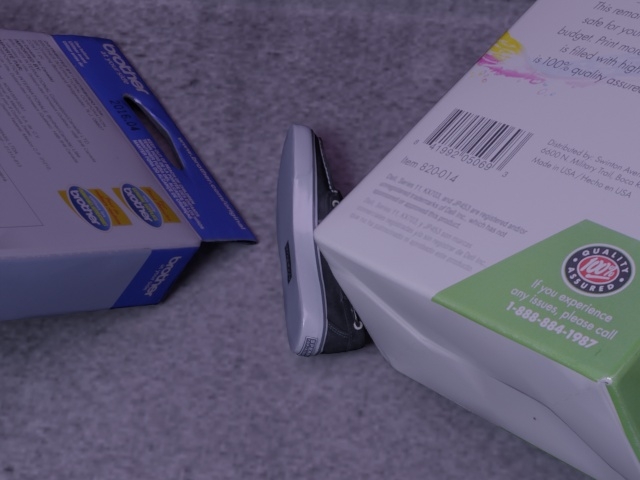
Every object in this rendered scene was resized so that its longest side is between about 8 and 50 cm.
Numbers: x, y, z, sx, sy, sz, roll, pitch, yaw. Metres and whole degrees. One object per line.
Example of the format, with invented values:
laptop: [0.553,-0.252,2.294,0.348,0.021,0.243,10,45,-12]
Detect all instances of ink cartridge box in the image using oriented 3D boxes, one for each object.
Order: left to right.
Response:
ink cartridge box: [-0.194,-0.040,0.772,0.311,0.065,0.185,-6,50,-49]
ink cartridge box: [0.194,-0.057,0.749,0.353,0.119,0.207,-46,42,-16]

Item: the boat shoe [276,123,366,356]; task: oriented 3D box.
boat shoe: [0.000,0.000,0.820,0.040,0.049,0.142,3,64,-15]
